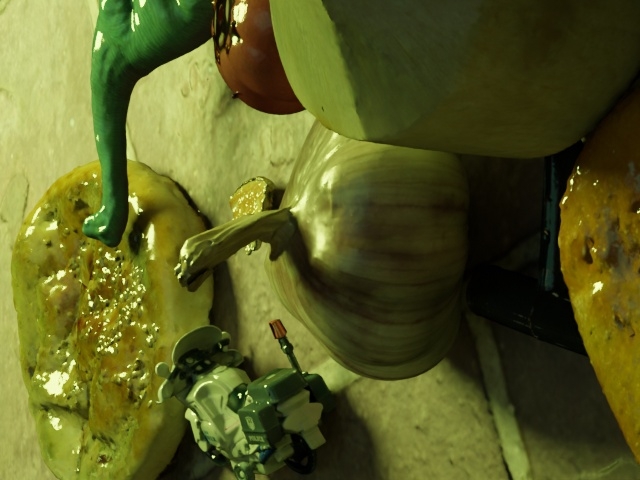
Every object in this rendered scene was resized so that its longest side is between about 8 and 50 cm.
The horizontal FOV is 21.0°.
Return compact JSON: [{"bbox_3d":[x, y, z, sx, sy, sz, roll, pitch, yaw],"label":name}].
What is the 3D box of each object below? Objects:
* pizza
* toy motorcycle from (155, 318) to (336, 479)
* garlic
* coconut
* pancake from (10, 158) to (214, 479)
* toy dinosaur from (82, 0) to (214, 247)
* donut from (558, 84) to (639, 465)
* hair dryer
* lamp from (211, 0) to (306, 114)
[{"bbox_3d":[-0.063,-0.023,1.689,0.083,0.025,0.078,-13,75,59],"label":"pizza"},{"bbox_3d":[-0.077,0.155,1.655,0.221,0.102,0.150,-5,106,55],"label":"toy motorcycle"},{"bbox_3d":[0.000,0.000,1.410,0.245,0.253,0.245,173,90,-72],"label":"garlic"},{"bbox_3d":[0.093,-0.205,1.244,0.323,0.323,0.322,-1,89,53],"label":"coconut"},{"bbox_3d":[-0.239,0.095,1.874,0.387,0.082,0.386,-4,86,53],"label":"pancake"},{"bbox_3d":[-0.123,-0.197,1.711,0.384,0.129,0.330,-19,84,30],"label":"toy dinosaur"},{"bbox_3d":[0.293,0.028,1.154,0.303,0.110,0.302,5,96,53],"label":"donut"},{"bbox_3d":[0.199,-0.013,1.333,0.173,0.050,0.194,21,103,49],"label":"hair dryer"},{"bbox_3d":[-0.025,-0.203,1.560,0.182,0.140,0.182,-175,90,-71],"label":"lamp"}]
